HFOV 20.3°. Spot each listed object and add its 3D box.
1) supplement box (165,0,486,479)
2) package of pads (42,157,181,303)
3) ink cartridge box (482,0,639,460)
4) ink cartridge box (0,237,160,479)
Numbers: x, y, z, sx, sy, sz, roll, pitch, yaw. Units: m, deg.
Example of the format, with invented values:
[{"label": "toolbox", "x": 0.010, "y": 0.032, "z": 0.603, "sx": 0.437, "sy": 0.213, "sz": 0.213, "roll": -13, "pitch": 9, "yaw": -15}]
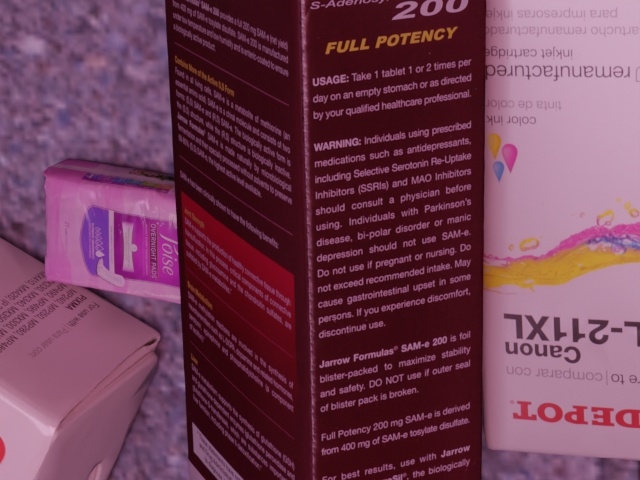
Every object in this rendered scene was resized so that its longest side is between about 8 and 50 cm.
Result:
[{"label": "supplement box", "x": 0.000, "y": 0.000, "z": 0.652, "sx": 0.073, "sy": 0.130, "sz": 0.239, "roll": -10, "pitch": 111, "yaw": -22}, {"label": "package of pads", "x": -0.074, "y": -0.003, "z": 0.738, "sx": 0.083, "sy": 0.032, "sz": 0.050, "roll": 9, "pitch": 114, "yaw": 18}, {"label": "ink cartridge box", "x": 0.123, "y": -0.012, "z": 0.635, "sx": 0.127, "sy": 0.072, "sz": 0.175, "roll": 2, "pitch": 109, "yaw": 20}, {"label": "ink cartridge box", "x": -0.213, "y": 0.066, "z": 0.776, "sx": 0.237, "sy": 0.100, "sz": 0.172, "roll": 30, "pitch": 117, "yaw": 9}]
